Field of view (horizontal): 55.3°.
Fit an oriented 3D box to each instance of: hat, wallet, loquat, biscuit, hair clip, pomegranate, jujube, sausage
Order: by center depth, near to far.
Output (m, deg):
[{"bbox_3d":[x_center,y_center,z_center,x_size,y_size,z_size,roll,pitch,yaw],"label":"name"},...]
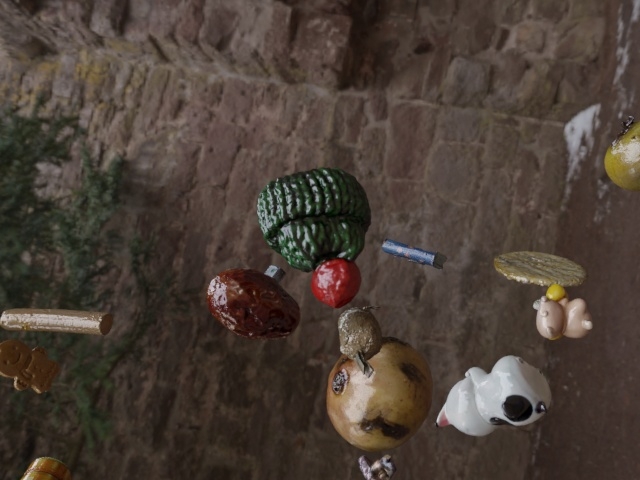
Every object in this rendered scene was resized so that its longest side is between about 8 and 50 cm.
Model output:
[{"bbox_3d":[0.722,-0.180,1.339,0.172,0.205,0.149,-40,24,46],"label":"loquat"},{"bbox_3d":[0.515,0.065,1.438,0.220,0.220,0.033,-55,-32,-69],"label":"biscuit"},{"bbox_3d":[0.000,0.000,1.464,0.242,0.274,0.332,59,-166,-61],"label":"hat"},{"bbox_3d":[-0.682,0.208,1.572,0.066,0.302,0.065,3,-90,-80],"label":"sausage"},{"bbox_3d":[-0.789,0.331,1.638,0.027,0.184,0.133,-33,17,35],"label":"biscuit"},{"bbox_3d":[0.161,0.644,1.647,0.173,0.069,0.300,58,167,32],"label":"hair clip"},{"bbox_3d":[0.163,0.425,1.709,0.322,0.323,0.321,10,-90,-81],"label":"pomegranate"},{"bbox_3d":[-0.192,0.185,1.769,0.197,0.290,0.197,-33,43,37],"label":"jujube"},{"bbox_3d":[0.334,0.050,2.153,0.141,0.202,0.059,17,-91,-60],"label":"wallet"}]

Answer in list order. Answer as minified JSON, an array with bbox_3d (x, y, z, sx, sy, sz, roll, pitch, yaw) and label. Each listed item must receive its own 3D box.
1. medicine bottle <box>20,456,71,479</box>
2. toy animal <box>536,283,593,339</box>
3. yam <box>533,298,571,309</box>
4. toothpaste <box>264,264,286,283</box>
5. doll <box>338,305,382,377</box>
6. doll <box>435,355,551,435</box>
[{"bbox_3d":[-0.594,0.550,1.249,0.191,0.097,0.096,-81,-3,-62],"label":"medicine bottle"},{"bbox_3d":[0.396,0.117,0.977,0.114,0.082,0.091,18,-100,-54],"label":"toy animal"},{"bbox_3d":[0.592,0.164,1.553,0.146,0.032,0.032,6,-84,-38],"label":"yam"},{"bbox_3d":[-0.186,0.163,1.909,0.196,0.047,0.040,-54,-47,-23],"label":"toothpaste"},{"bbox_3d":[0.094,0.235,1.482,0.115,0.105,0.221,-50,11,23],"label":"doll"},{"bbox_3d":[0.289,0.261,1.012,0.181,0.110,0.106,-33,39,41],"label":"doll"}]
